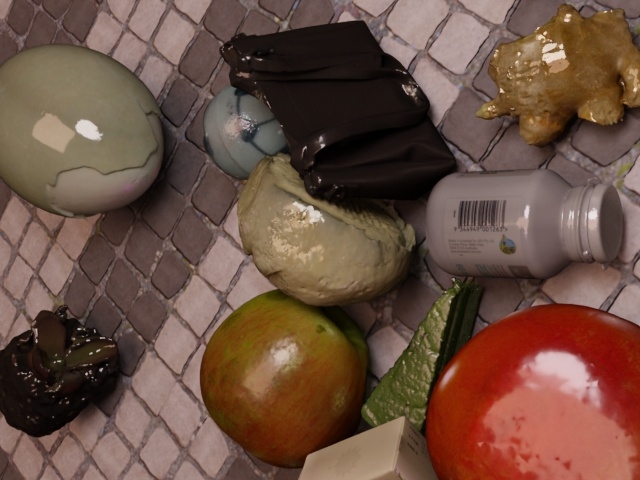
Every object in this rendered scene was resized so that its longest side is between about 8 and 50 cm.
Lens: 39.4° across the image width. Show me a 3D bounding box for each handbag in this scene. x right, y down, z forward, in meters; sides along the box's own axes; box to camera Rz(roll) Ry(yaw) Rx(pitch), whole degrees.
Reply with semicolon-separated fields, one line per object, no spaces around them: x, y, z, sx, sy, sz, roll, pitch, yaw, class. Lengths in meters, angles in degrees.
0.022;-0.177;1.198;0.285;0.257;0.113;60;136;21;handbag

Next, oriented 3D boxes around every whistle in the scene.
-0.095;-0.131;1.335;0.163;0.163;0.290;-20;75;32;whistle

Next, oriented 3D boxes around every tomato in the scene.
0.278;0.225;0.976;0.325;0.293;0.290;41;95;36;tomato

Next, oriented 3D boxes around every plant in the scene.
-0.460;0.219;1.547;0.178;0.204;0.234;49;124;17;plant

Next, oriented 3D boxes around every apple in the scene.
-0.039;0.187;1.252;0.246;0.246;0.226;42;94;30;apple

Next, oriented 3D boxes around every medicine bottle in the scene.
0.250;-0.020;1.095;0.215;0.135;0.135;1;87;35;medicine bottle

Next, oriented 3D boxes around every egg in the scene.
-0.401;-0.173;1.480;0.336;0.278;0.278;36;107;34;egg

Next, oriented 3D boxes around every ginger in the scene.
0.290;-0.200;1.102;0.216;0.102;0.157;-23;100;27;ginger

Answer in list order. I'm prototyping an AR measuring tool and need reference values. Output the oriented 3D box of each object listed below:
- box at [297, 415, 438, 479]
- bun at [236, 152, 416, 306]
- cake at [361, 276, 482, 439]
0.095;0.345;1.134;0.168;0.095;0.212;-29;113;32;box
0.000;0.000;1.198;0.259;0.259;0.152;41;109;30;bun
0.159;0.168;1.166;0.099;0.100;0.235;41;110;28;cake
